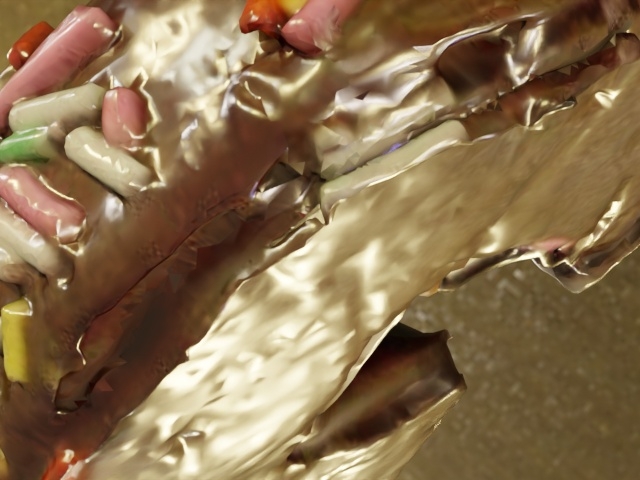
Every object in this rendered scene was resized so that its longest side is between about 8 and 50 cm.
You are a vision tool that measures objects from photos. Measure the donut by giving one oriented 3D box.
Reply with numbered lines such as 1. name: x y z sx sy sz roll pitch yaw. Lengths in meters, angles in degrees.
1. donut: -0.014 0.000 0.540 0.136 0.259 0.345 55 132 24
